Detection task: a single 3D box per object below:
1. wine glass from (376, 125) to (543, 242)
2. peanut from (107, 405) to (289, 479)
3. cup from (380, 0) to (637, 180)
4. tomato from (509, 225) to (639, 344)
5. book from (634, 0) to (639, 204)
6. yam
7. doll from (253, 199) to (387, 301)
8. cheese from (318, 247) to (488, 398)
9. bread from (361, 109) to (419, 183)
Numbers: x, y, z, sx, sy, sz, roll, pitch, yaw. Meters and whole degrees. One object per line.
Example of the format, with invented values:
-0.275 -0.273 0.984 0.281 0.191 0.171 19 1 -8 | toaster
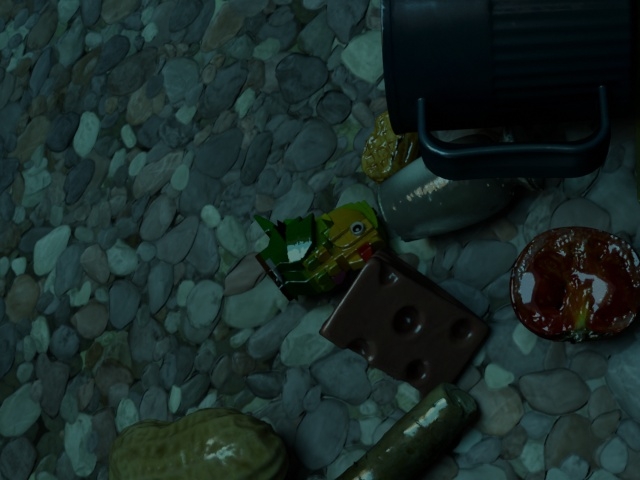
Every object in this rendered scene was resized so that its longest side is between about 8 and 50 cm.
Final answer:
0.181 -0.074 1.748 0.204 0.111 0.111 -25 56 25 | wine glass
-0.181 0.302 1.869 0.325 0.140 0.153 -6 49 43 | peanut
0.226 -0.239 1.618 0.292 0.242 0.308 -2 29 8 | cup
0.305 0.059 1.604 0.159 0.091 0.139 -4 76 10 | tomato
0.487 -0.207 1.606 0.239 0.035 0.352 -13 63 34 | book
0.069 0.298 1.703 0.317 0.067 0.071 -46 69 15 | yam
0.000 0.007 1.869 0.186 0.106 0.134 -14 53 17 | doll
0.077 0.088 1.735 0.128 0.203 0.177 -58 26 6 | cheese
0.099 -0.131 1.891 0.083 0.044 0.111 15 83 44 | bread
